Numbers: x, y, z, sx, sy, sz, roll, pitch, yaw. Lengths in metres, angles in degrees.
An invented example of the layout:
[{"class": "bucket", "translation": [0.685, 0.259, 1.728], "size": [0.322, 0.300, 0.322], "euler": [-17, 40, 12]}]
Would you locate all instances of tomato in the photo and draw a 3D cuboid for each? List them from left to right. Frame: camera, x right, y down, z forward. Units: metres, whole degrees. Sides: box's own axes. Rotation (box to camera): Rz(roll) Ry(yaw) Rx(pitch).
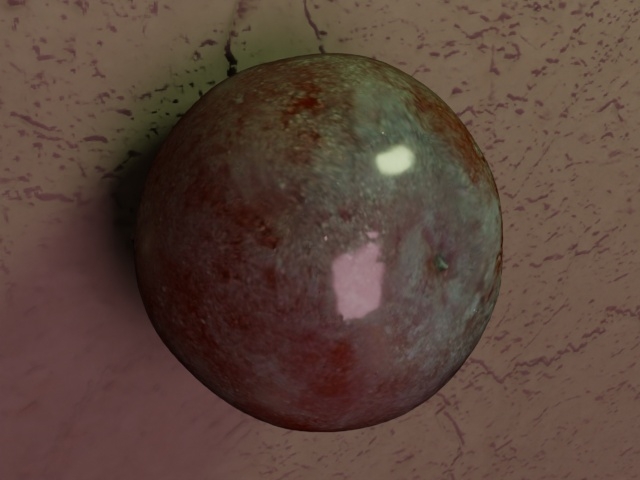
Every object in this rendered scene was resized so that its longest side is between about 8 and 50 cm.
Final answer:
[{"class": "tomato", "translation": [0.000, 0.000, 1.322], "size": [0.317, 0.283, 0.316], "euler": [-5, 97, -42]}]
